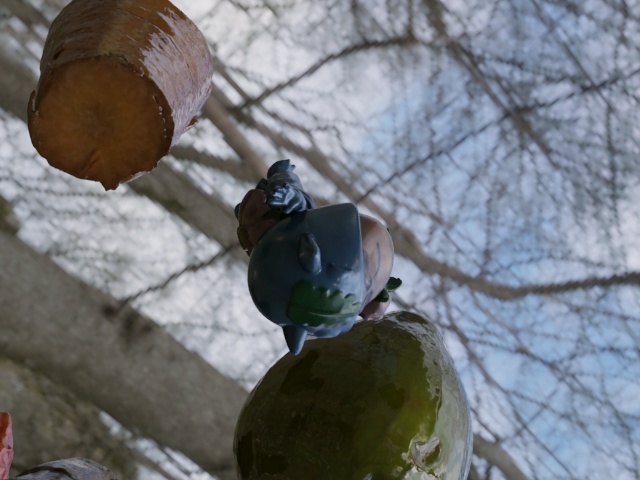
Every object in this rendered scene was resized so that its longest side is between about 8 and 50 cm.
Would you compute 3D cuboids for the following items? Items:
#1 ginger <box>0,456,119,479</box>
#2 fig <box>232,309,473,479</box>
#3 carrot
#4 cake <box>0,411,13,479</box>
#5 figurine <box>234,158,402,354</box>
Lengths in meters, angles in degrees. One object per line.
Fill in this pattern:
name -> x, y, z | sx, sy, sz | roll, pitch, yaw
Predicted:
ginger -> -0.266, 0.262, 1.313 | 0.109, 0.263, 0.116 | 47, -72, 12
fig -> 0.043, 0.186, 1.472 | 0.239, 0.239, 0.271 | 0, -123, 44
carrot -> -0.217, -0.144, 1.520 | 0.196, 0.196, 0.254 | -33, -162, 16
cake -> -0.560, 0.311, 1.770 | 0.269, 0.319, 0.270 | -45, -152, 54
figurine -> 0.002, 0.004, 1.141 | 0.178, 0.144, 0.114 | 55, -50, 51
